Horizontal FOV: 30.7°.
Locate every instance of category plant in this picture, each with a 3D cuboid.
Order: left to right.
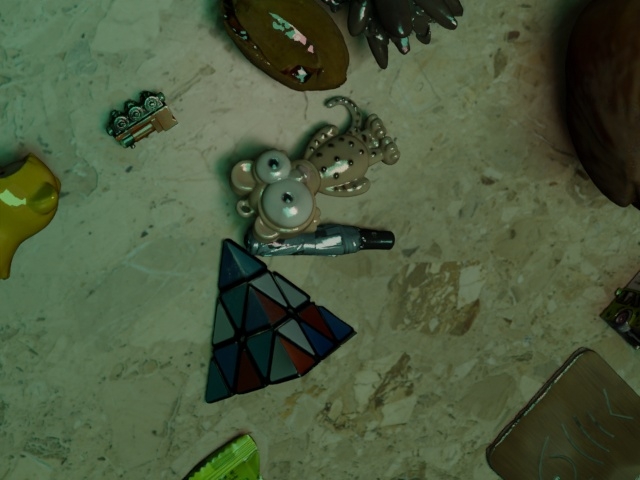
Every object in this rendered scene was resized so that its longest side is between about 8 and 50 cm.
[{"bbox_3d":[0.072,-0.413,1.737,0.181,0.194,0.320,-42,105,-23],"label":"plant"}]

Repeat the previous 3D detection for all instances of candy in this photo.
[{"bbox_3d":[-0.106,0.453,1.960,0.149,0.069,0.246,-40,110,-2],"label":"candy"}]

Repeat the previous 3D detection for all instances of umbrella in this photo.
[{"bbox_3d":[0.001,0.000,1.888,0.250,0.053,0.052,0,102,-16],"label":"umbrella"}]

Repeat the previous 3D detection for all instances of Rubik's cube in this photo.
[{"bbox_3d":[-0.046,0.180,1.911,0.234,0.284,0.250,-1,131,-38],"label":"Rubik's cube"}]

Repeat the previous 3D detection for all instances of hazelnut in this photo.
[{"bbox_3d":[0.548,-0.228,1.836,0.359,0.359,0.409,-18,127,-12],"label":"hazelnut"}]

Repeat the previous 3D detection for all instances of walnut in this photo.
[{"bbox_3d":[-0.051,-0.311,1.762,0.245,0.137,0.137,41,89,-24],"label":"walnut"}]

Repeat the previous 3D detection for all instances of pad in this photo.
[{"bbox_3d":[0.477,0.377,2.141,0.286,0.018,0.284,43,88,-21],"label":"pad"}]

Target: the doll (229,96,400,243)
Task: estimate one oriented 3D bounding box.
[{"bbox_3d":[-0.011,-0.108,1.829,0.278,0.119,0.154,-37,84,-17],"label":"doll"}]

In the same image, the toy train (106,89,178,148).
[{"bbox_3d":[-0.273,-0.181,1.770,0.103,0.044,0.064,-33,121,-7],"label":"toy train"}]

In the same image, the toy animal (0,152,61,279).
[{"bbox_3d":[-0.473,-0.021,1.693,0.230,0.156,0.156,-43,111,-2],"label":"toy animal"}]

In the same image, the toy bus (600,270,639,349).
[{"bbox_3d":[0.611,0.138,1.976,0.113,0.302,0.139,41,83,-18],"label":"toy bus"}]
